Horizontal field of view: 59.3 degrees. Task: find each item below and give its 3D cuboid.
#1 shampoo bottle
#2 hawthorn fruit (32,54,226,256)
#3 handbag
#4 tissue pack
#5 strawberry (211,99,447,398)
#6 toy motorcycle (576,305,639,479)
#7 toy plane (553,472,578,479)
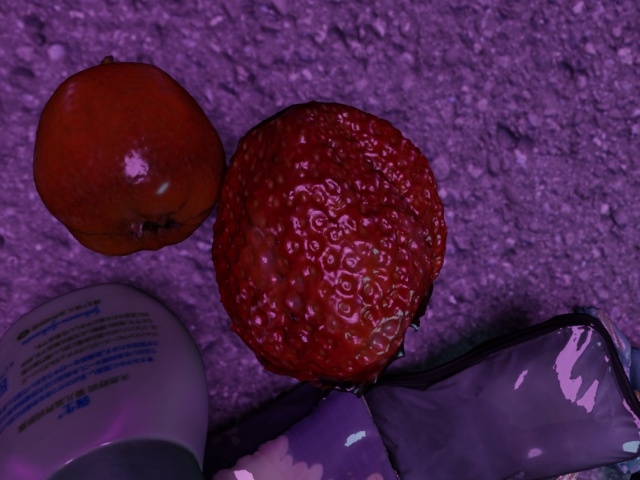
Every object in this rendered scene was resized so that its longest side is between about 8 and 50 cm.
[{"bbox_3d":[-0.196,0.196,0.522,0.222,0.349,0.151,-23,128,-17],"label":"shampoo bottle"},{"bbox_3d":[-0.202,-0.104,0.592,0.197,0.196,0.225,-17,76,-7],"label":"hawthorn fruit"},{"bbox_3d":[0.211,0.222,0.694,0.332,0.075,0.191,-25,97,18],"label":"handbag"},{"bbox_3d":[-0.071,0.337,0.642,0.344,0.125,0.242,-27,100,-23],"label":"tissue pack"},{"bbox_3d":[0.000,0.000,0.593,0.239,0.250,0.288,-7,126,27],"label":"strawberry"},{"bbox_3d":[0.427,0.224,0.761,0.198,0.109,0.296,-43,95,-14],"label":"toy motorcycle"},{"bbox_3d":[0.338,0.438,0.781,0.229,0.092,0.244,-17,99,-9],"label":"toy plane"}]
